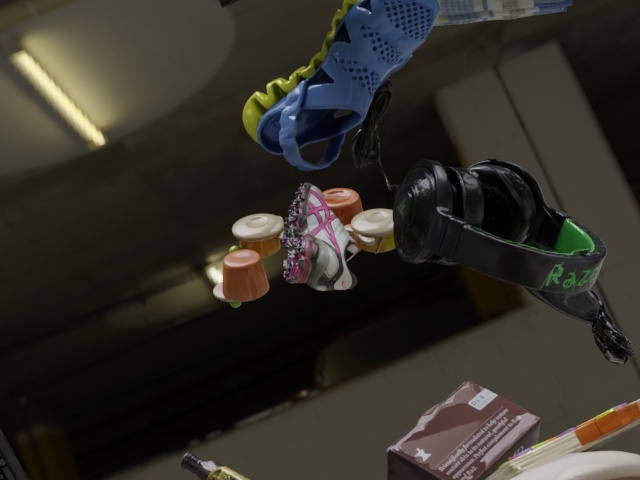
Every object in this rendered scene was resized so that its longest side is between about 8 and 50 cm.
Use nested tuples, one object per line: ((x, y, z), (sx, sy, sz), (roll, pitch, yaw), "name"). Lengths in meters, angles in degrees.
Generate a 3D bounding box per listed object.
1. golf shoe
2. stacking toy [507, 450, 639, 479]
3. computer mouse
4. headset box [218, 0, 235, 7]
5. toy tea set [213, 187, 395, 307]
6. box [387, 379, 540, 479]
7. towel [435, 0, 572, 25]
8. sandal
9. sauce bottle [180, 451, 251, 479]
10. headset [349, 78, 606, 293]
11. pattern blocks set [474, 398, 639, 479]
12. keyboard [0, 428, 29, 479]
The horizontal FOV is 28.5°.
((0.000, 0.000, 1.513), (0.086, 0.186, 0.067), (17, -56, -15), "golf shoe")
((0.263, 0.430, 0.956), (0.351, 0.480, 0.350), (-21, -43, -21), "stacking toy")
((0.355, 0.071, 1.900), (0.072, 0.272, 0.188), (-39, 25, 13), "computer mouse")
((-0.107, -0.439, 1.656), (0.110, 0.218, 0.293), (-30, 11, -16), "headset box")
((-0.028, 0.028, 2.055), (0.336, 0.124, 0.200), (-17, 31, -20), "toy tea set")
((0.204, 0.415, 1.829), (0.191, 0.143, 0.381), (-34, -46, -36), "box")
((0.230, -0.430, 1.907), (0.285, 0.209, 0.034), (-8, 2, -5), "towel")
((0.038, -0.201, 1.625), (0.126, 0.138, 0.317), (27, -61, -35), "sandal")
((-0.147, 0.352, 1.853), (0.042, 0.128, 0.042), (-55, -21, -33), "sauce bottle")
((0.188, -0.063, 1.607), (0.243, 0.394, 0.185), (-4, -64, -48), "headset")
((0.260, 0.218, 1.333), (0.325, 0.026, 0.285), (-18, -18, -28), "pattern blocks set")
((-0.395, 0.275, 1.435), (0.108, 0.023, 0.180), (-22, -54, -7), "keyboard")
